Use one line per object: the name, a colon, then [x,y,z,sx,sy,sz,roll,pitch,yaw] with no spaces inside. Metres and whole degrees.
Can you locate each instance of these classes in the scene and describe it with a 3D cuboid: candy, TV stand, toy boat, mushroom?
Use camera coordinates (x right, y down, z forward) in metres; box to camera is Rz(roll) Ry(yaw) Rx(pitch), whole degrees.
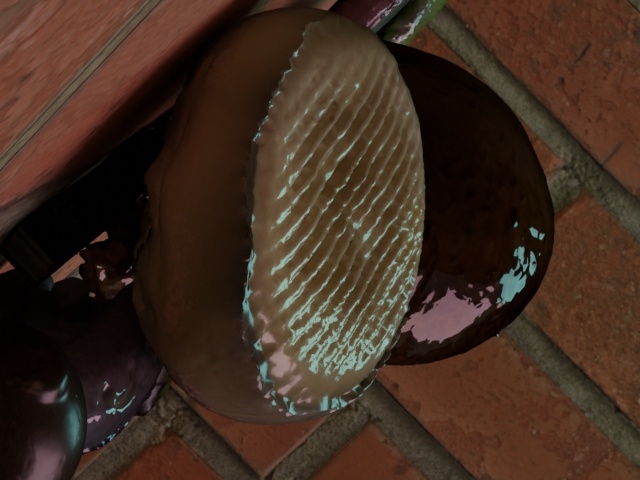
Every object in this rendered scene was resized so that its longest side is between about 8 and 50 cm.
candy: [0.045,-0.221,1.844,0.103,0.043,0.103,-42,-179,1]
TV stand: [-0.139,-0.040,1.355,0.042,0.036,0.249,-44,-179,37]
toy boat: [-0.183,0.064,1.270,0.227,0.155,0.085,-59,156,-64]
mushroom: [0.000,-0.001,1.588,0.356,0.334,0.331,-54,178,10]

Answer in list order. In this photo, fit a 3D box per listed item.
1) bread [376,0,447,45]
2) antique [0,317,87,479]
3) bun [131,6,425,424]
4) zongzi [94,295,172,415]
bread: [0.071,-0.224,2.035,0.301,0.045,0.301,-46,-170,10]
antique: [-0.243,0.134,1.126,0.257,0.143,0.121,-42,-177,15]
bun: [-0.037,-0.018,1.306,0.146,0.287,0.287,7,-149,29]
zongzi: [-0.162,0.025,2.259,0.286,0.134,0.288,-49,-169,30]
